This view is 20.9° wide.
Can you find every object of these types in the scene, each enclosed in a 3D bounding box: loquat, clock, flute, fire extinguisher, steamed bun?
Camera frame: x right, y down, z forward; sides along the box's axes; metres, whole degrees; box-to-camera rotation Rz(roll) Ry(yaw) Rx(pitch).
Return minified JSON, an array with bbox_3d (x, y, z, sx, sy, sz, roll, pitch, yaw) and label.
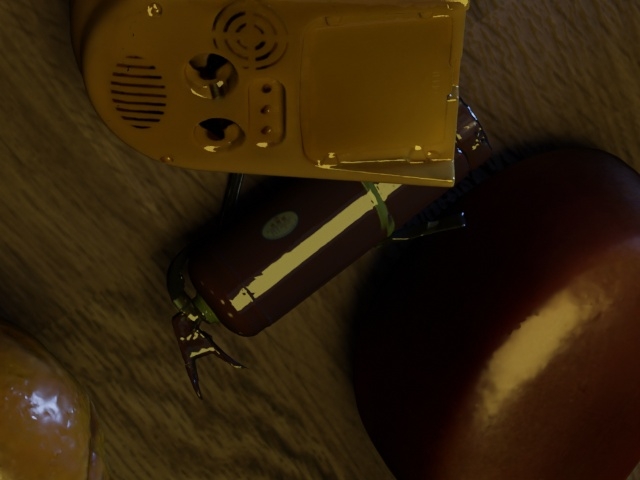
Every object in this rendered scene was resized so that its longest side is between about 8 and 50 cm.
[{"bbox_3d":[-0.318,0.196,1.444,0.284,0.276,0.276,-25,124,-20],"label":"loquat"},{"bbox_3d":[-0.042,-0.169,1.390,0.317,0.200,0.244,-2,132,-4],"label":"clock"},{"bbox_3d":[-0.072,-0.071,1.556,0.014,0.014,0.270,5,115,-24],"label":"flute"},{"bbox_3d":[0.000,0.000,1.548,0.341,0.105,0.141,-38,85,-6],"label":"fire extinguisher"},{"bbox_3d":[0.183,0.099,1.614,0.248,0.235,0.379,21,109,-36],"label":"steamed bun"}]
